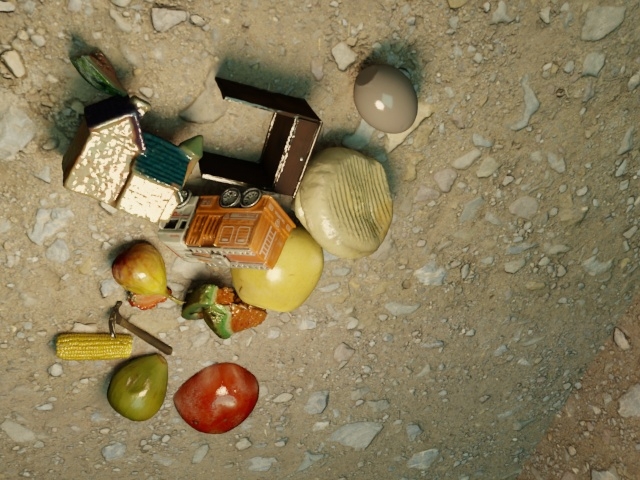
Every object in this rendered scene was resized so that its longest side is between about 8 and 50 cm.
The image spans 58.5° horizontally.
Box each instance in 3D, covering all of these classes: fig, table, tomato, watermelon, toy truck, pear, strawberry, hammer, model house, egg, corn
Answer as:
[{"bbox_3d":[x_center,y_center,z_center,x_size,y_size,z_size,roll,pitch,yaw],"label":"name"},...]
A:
[{"bbox_3d":[-0.527,0.122,1.802,0.159,0.159,0.257,-43,110,11],"label":"fig"},{"bbox_3d":[-0.184,-0.293,1.637,0.282,0.196,0.250,10,119,-24],"label":"table"},{"bbox_3d":[-0.387,0.642,2.222,0.338,0.143,0.338,-9,127,-12],"label":"tomato"},{"bbox_3d":[-0.561,-0.427,1.454,0.080,0.101,0.155,-35,99,-18],"label":"watermelon"},{"bbox_3d":[-0.290,-0.025,1.661,0.388,0.207,0.173,2,149,30],"label":"toy truck"},{"bbox_3d":[-0.142,0.084,1.828,0.309,0.309,0.309,-9,125,-13],"label":"pear"},{"bbox_3d":[-0.574,0.181,1.910,0.152,0.048,0.104,-3,117,-35],"label":"strawberry"},{"bbox_3d":[-0.641,0.511,2.011,0.207,0.207,0.230,8,100,-24],"label":"fig"},{"bbox_3d":[-0.616,0.325,1.978,0.027,0.125,0.297,-8,144,29],"label":"hammer"},{"bbox_3d":[-0.498,-0.240,1.549,0.312,0.245,0.280,23,105,-30],"label":"model house"},{"bbox_3d":[0.199,-0.415,1.701,0.176,0.176,0.232,-43,134,11],"label":"egg"},{"bbox_3d":[-0.763,0.359,1.932,0.244,0.093,0.093,3,121,-21],"label":"corn"}]

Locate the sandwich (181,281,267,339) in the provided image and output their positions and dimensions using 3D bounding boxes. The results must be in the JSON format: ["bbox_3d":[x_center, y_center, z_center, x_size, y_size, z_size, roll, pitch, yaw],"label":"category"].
[{"bbox_3d":[-0.318,0.252,1.934,0.301,0.162,0.250,10,157,-32],"label":"sandwich"}]

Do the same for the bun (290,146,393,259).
[{"bbox_3d":[0.056,-0.110,1.780,0.365,0.365,0.219,34,148,-33],"label":"bun"}]
